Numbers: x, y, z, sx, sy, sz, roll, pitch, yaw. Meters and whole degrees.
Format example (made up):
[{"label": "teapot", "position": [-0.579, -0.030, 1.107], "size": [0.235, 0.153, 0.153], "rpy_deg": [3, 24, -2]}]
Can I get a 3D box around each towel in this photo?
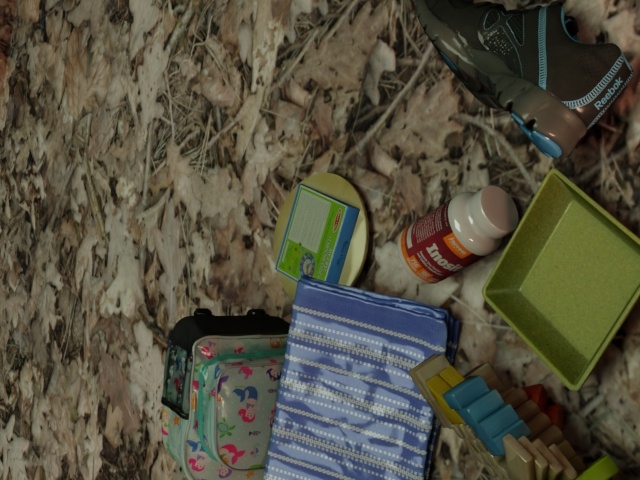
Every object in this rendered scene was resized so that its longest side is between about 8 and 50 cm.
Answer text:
[{"label": "towel", "position": [0.046, 0.231, 1.440], "size": [0.243, 0.040, 0.336], "rpy_deg": [13, 98, 25]}]

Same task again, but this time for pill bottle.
[{"label": "pill bottle", "position": [0.175, -0.009, 1.339], "size": [0.152, 0.086, 0.086], "rpy_deg": [-35, 60, 46]}]

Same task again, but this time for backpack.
[{"label": "backpack", "position": [-0.120, 0.251, 1.588], "size": [0.191, 0.225, 0.253], "rpy_deg": [34, 117, 54]}]

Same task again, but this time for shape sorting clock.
[{"label": "shape sorting clock", "position": [0.000, 0.000, 1.602], "size": [0.206, 0.040, 0.206], "rpy_deg": [-13, 73, 49]}]

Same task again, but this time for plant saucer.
[{"label": "plant saucer", "position": [0.293, 0.044, 1.214], "size": [0.188, 0.045, 0.188], "rpy_deg": [51, 125, 43]}]

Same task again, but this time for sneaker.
[{"label": "sneaker", "position": [0.239, -0.229, 1.282], "size": [0.139, 0.125, 0.341], "rpy_deg": [-44, 45, 6]}]

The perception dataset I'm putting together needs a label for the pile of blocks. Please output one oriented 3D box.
[{"label": "pile of blocks", "position": [0.246, 0.222, 1.190], "size": [0.362, 0.112, 0.149], "rpy_deg": [46, 161, 39]}]
